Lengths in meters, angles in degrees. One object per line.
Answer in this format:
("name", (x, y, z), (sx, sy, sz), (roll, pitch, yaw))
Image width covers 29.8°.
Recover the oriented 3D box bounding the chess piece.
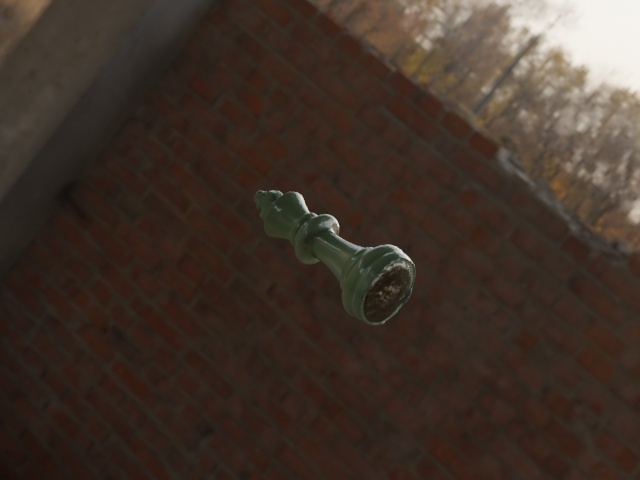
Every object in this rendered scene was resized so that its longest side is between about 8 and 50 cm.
("chess piece", (0.000, 0.000, 0.883), (0.149, 0.059, 0.059), (37, 6, 34))
